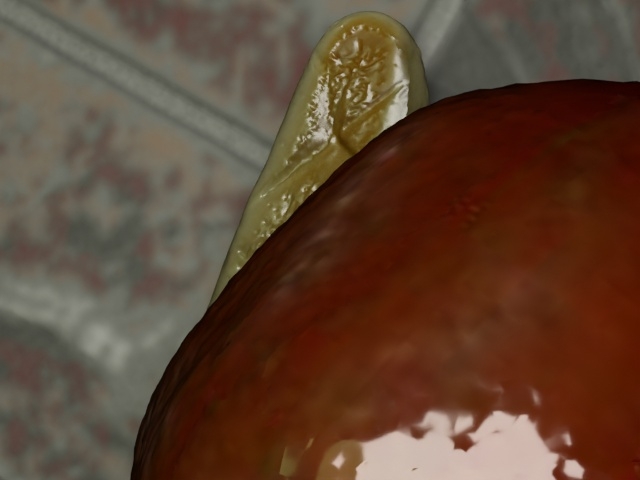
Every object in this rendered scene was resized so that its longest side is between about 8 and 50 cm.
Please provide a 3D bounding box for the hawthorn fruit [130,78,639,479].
[{"bbox_3d":[0.075,0.086,0.607,0.295,0.295,0.311,48,110,16],"label":"hawthorn fruit"}]

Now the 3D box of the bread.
[{"bbox_3d":[0.000,0.001,0.760,0.073,0.053,0.214,24,96,22],"label":"bread"}]
